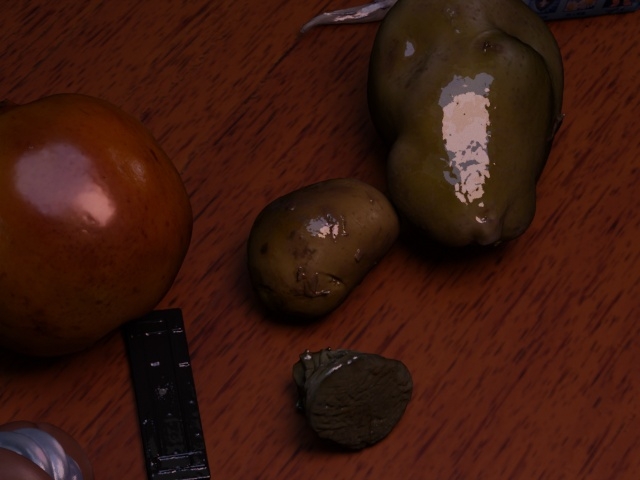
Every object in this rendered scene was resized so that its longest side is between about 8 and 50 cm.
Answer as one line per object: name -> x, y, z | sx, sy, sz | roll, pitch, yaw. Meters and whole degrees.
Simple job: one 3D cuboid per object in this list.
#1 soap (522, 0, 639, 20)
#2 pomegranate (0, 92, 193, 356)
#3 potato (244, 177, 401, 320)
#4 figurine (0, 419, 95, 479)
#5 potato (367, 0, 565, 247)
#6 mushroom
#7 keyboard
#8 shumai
soap -> 0.271, -0.340, 2.060 | 0.293, 0.077, 0.156 | -9, 59, -18
pomegranate -> -0.263, -0.021, 1.686 | 0.264, 0.264, 0.264 | 2, 52, -2
potato -> 0.000, 0.000, 1.768 | 0.137, 0.137, 0.176 | 29, 54, 17
figurine -> -0.259, 0.330, 1.450 | 0.276, 0.248, 0.388 | -23, 67, -23
potato -> 0.154, -0.132, 1.832 | 0.202, 0.218, 0.351 | -23, 50, 25
mushroom -> 0.097, -0.317, 2.074 | 0.068, 0.043, 0.306 | 24, 54, 33
keyboard -> -0.154, 0.154, 1.708 | 0.061, 0.013, 0.204 | -7, 53, -9
shumai -> 0.021, 0.145, 1.688 | 0.123, 0.099, 0.087 | 13, 12, -36
